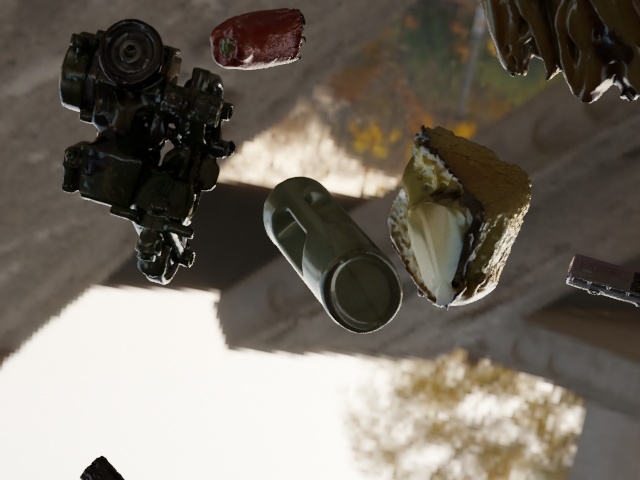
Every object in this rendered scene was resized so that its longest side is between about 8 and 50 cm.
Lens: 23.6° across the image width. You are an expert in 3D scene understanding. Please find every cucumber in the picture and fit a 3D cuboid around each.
[{"bbox_3d":[-0.189,0.290,1.610,0.163,0.039,0.043,40,-153,25],"label":"cucumber"}]

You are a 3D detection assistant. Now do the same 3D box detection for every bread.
[{"bbox_3d":[0.197,-0.020,2.153,0.162,0.204,0.262,10,-148,-22],"label":"bread"},{"bbox_3d":[0.208,-0.294,1.437,0.167,0.325,0.277,-21,-159,20],"label":"bread"}]

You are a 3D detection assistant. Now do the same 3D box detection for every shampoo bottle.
[{"bbox_3d":[0.000,0.000,1.704,0.118,0.087,0.234,56,176,-39],"label":"shampoo bottle"}]

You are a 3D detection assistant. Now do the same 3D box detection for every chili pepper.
[{"bbox_3d":[-0.082,-0.260,1.970,0.123,0.073,0.070,-16,-111,-37],"label":"chili pepper"}]

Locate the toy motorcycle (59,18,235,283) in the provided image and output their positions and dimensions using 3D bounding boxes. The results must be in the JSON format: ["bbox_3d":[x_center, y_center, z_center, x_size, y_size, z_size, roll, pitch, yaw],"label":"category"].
[{"bbox_3d":[-0.202,-0.099,1.675,0.205,0.275,0.127,16,-173,10],"label":"toy motorcycle"}]

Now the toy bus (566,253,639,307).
[{"bbox_3d":[0.365,0.051,1.859,0.130,0.037,0.052,16,165,8],"label":"toy bus"}]
